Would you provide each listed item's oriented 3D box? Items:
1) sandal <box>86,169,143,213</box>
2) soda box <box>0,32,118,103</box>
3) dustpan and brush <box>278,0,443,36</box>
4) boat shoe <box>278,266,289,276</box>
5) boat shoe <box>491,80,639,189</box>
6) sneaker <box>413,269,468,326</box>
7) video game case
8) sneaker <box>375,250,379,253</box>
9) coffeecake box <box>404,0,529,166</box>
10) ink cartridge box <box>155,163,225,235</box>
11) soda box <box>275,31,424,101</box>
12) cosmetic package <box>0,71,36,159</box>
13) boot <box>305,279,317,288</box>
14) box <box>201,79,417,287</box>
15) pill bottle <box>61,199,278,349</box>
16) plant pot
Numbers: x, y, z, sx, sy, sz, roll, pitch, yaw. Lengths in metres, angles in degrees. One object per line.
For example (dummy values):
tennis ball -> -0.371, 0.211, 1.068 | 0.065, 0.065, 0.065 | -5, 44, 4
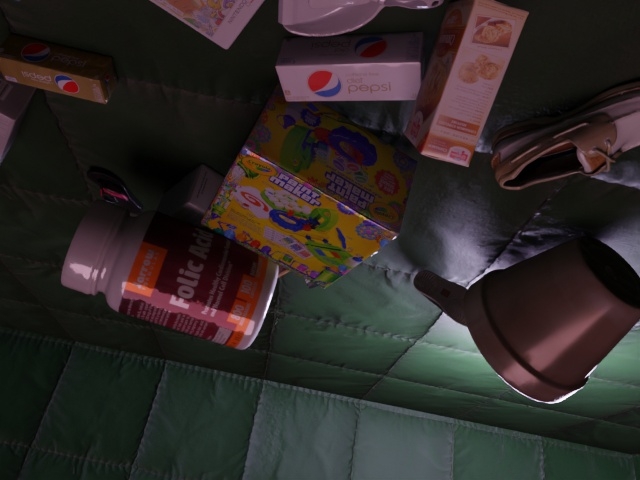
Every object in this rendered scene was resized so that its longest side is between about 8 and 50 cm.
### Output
sandal -> -0.499, -0.109, 1.238 | 0.067, 0.040, 0.179 | -1, 148, 21
soda box -> -0.454, -0.297, 0.881 | 0.181, 0.061, 0.058 | 13, 150, -3
dustpan and brush -> 0.055, -0.324, 0.663 | 0.211, 0.060, 0.147 | -9, 157, -10
boat shoe -> -0.079, 0.043, 1.342 | 0.207, 0.073, 0.073 | -32, 92, 46
boat shoe -> 0.422, -0.152, 0.796 | 0.302, 0.103, 0.113 | -16, 141, 38
sneaker -> 0.351, 0.159, 1.314 | 0.222, 0.083, 0.118 | 41, -176, 42
video game case -> -0.178, -0.378, 0.672 | 0.227, 0.026, 0.206 | 27, 151, -26
sneaker -> 0.091, -0.018, 1.182 | 0.166, 0.065, 0.076 | 30, 141, -32
coffeecake box -> 0.179, -0.207, 0.662 | 0.068, 0.142, 0.186 | 14, 111, -6
ink cartridge box -> -0.229, -0.034, 1.204 | 0.272, 0.114, 0.197 | 33, 143, -31
soda box -> 0.046, -0.261, 0.771 | 0.216, 0.069, 0.074 | 4, 149, 14
cosmetic package -> -0.664, -0.248, 1.001 | 0.127, 0.107, 0.238 | 30, 148, -30
boot -> 0.001, -0.001, 1.203 | 0.085, 0.236, 0.179 | -35, 85, 32
box -> -0.028, -0.087, 0.948 | 0.289, 0.177, 0.279 | 29, 147, -13
pill bottle -> -0.306, 0.069, 1.070 | 0.392, 0.224, 0.224 | 21, 149, -14
plant pot -> 0.530, 0.145, 1.118 | 0.323, 0.323, 0.280 | 21, 131, -18
